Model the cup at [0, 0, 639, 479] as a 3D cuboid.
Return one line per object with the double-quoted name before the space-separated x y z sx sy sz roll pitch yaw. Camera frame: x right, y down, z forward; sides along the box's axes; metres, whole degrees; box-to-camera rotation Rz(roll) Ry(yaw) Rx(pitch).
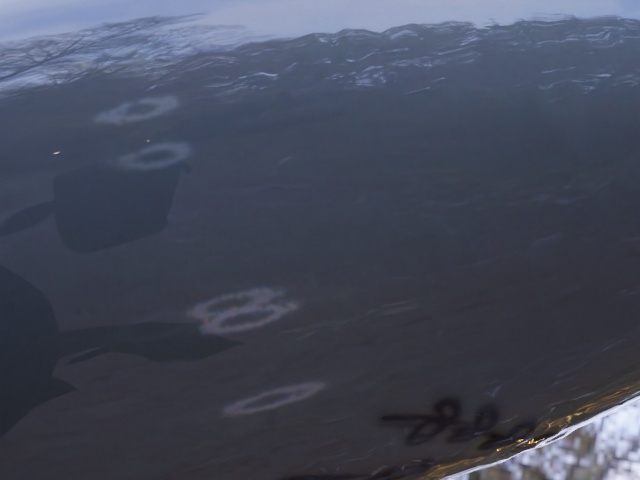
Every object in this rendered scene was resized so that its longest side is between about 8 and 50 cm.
"cup" 0.000 0.000 0.516 0.234 0.186 0.258 -12 -9 -1
